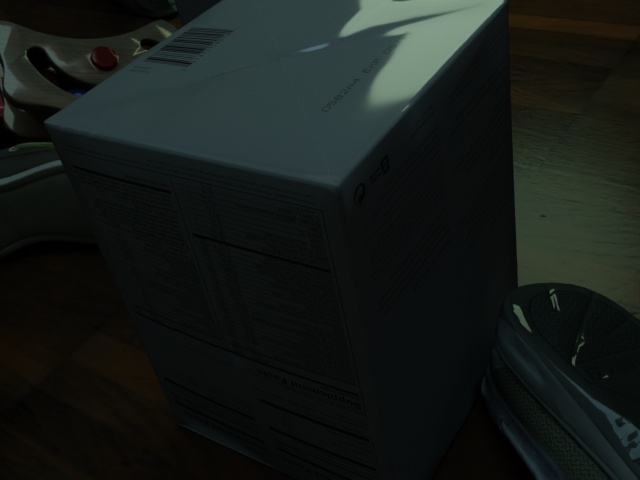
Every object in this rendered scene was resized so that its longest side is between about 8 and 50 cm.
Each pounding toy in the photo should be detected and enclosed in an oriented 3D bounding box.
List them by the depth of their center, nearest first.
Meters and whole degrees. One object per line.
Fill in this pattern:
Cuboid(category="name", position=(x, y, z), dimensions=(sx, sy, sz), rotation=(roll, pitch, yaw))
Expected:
Cuboid(category="pounding toy", position=(-0.214, -0.187, 0.854), dimensions=(0.269, 0.155, 0.154), rotation=(11, 63, -17))

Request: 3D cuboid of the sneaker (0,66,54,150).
Cuboid(category="sneaker", position=(-0.423, -0.153, 0.950), dimensions=(0.313, 0.116, 0.136), rotation=(2, 41, 18))

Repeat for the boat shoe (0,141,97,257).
Cuboid(category="boat shoe", position=(-0.260, -0.052, 0.780), dimensions=(0.304, 0.109, 0.091), rotation=(-9, 42, 10))

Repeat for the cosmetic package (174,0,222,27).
Cuboid(category="cosmetic package", position=(-0.101, -0.472, 0.985), dimensions=(0.229, 0.453, 0.162), rotation=(-7, 38, 7))

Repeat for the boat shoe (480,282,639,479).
Cuboid(category="boat shoe", position=(0.189, 0.155, 0.419), dimensions=(0.118, 0.103, 0.320), rotation=(-7, 39, -25))

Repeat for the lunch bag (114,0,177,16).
Cuboid(category="lunch bag", position=(-0.309, -0.492, 1.255), dimensions=(0.160, 0.223, 0.262), rotation=(-30, 41, -9))

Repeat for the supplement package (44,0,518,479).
Cuboid(category="supplement package", position=(0.000, 0.000, 0.516), dimensions=(0.198, 0.263, 0.199), rotation=(14, 45, 31))
